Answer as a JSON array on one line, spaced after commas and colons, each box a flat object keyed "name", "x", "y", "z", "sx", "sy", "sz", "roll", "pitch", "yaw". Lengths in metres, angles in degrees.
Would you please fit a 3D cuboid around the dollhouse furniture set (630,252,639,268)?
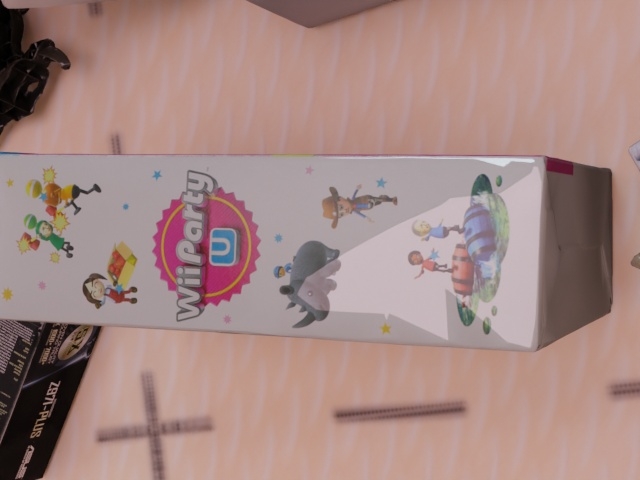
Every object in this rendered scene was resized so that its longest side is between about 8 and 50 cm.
[{"name": "dollhouse furniture set", "x": 0.330, "y": -0.065, "z": 0.654, "sx": 0.259, "sy": 0.135, "sz": 0.262, "roll": 24, "pitch": 98, "yaw": 32}]

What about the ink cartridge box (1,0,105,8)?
[{"name": "ink cartridge box", "x": -0.141, "y": -0.284, "z": 0.705, "sx": 0.114, "sy": 0.273, "sz": 0.199, "roll": -10, "pitch": 75, "yaw": -20}]

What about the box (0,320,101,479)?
[{"name": "box", "x": -0.265, "y": 0.073, "z": 0.894, "sx": 0.180, "sy": 0.077, "sz": 0.147, "roll": 25, "pitch": 98, "yaw": 20}]

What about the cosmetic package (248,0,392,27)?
[{"name": "cosmetic package", "x": 0.044, "y": -0.274, "z": 0.742, "sx": 0.224, "sy": 0.138, "sz": 0.224, "roll": -14, "pitch": 84, "yaw": 20}]

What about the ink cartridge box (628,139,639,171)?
[{"name": "ink cartridge box", "x": 0.282, "y": -0.009, "z": 0.571, "sx": 0.208, "sy": 0.045, "sz": 0.206, "roll": -34, "pitch": 68, "yaw": 24}]

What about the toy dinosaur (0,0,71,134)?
[{"name": "toy dinosaur", "x": -0.281, "y": -0.200, "z": 0.872, "sx": 0.322, "sy": 0.164, "sz": 0.218, "roll": -35, "pitch": 62, "yaw": 24}]

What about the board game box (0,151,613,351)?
[{"name": "board game box", "x": 0.000, "y": 0.000, "z": 0.712, "sx": 0.303, "sy": 0.224, "sz": 0.098, "roll": 0, "pitch": 91, "yaw": 21}]
